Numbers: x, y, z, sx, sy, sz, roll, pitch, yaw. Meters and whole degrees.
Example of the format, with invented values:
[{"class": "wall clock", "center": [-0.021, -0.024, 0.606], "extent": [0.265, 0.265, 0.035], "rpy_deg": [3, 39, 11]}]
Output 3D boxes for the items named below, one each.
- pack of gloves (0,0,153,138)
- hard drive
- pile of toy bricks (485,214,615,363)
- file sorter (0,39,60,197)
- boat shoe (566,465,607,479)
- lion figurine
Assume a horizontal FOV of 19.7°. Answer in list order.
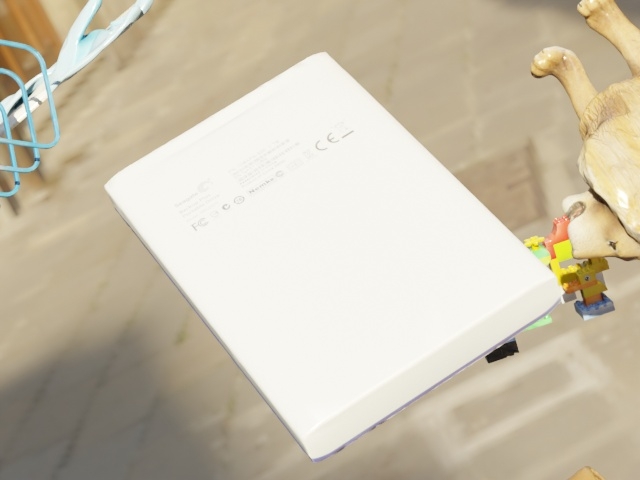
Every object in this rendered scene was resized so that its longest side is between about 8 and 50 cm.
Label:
[{"class": "pack of gloves", "center": [-0.257, -0.181, 1.803], "extent": [0.232, 0.046, 0.195], "rpy_deg": [-40, 13, 0]}, {"class": "hard drive", "center": [0.000, 0.000, 1.366], "extent": [0.210, 0.040, 0.318], "rpy_deg": [-32, 47, -11]}, {"class": "pile of toy bricks", "center": [0.175, 0.038, 1.752], "extent": [0.212, 0.105, 0.118], "rpy_deg": [-19, 16, -3]}, {"class": "file sorter", "center": [-0.316, -0.088, 1.616], "extent": [0.104, 0.118, 0.170], "rpy_deg": [6, -34, -36]}, {"class": "boat shoe", "center": [0.329, 0.327, 1.696], "extent": [0.120, 0.324, 0.122], "rpy_deg": [-56, -25, 4]}, {"class": "lion figurine", "center": [0.318, -0.085, 1.591], "extent": [0.392, 0.240, 0.142], "rpy_deg": [-6, -35, -51]}]
